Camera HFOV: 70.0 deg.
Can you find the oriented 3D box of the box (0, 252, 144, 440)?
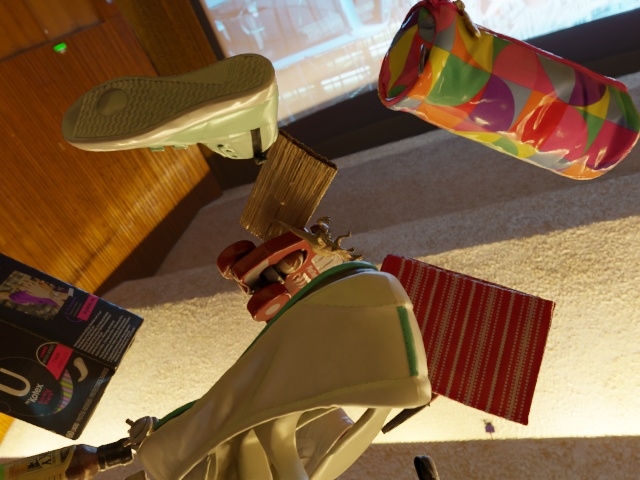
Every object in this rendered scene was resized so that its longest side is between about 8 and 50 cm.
[{"bbox_3d":[-0.449,0.160,0.711,0.165,0.270,0.143,-57,-166,17],"label":"box"}]

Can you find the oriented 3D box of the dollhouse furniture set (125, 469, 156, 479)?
[{"bbox_3d":[-0.345,0.598,0.962,0.212,0.242,0.161,-23,-135,-9],"label":"dollhouse furniture set"}]

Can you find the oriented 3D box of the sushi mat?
[{"bbox_3d":[-0.084,-0.094,1.029,0.019,0.151,0.316,-55,179,-43],"label":"sushi mat"}]

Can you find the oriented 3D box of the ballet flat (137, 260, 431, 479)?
[{"bbox_3d":[-0.057,0.177,0.420,0.400,0.139,0.139,-46,-165,33],"label":"ballet flat"}]

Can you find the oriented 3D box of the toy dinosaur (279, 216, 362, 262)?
[{"bbox_3d":[0.000,0.000,0.874,0.053,0.183,0.092,-65,-178,-35],"label":"toy dinosaur"}]

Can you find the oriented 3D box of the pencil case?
[{"bbox_3d":[0.168,-0.131,0.410,0.236,0.104,0.104,15,-159,-19],"label":"pencil case"}]

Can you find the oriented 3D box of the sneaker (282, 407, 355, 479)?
[{"bbox_3d":[-0.033,0.476,1.058,0.152,0.114,0.305,48,-66,34],"label":"sneaker"}]

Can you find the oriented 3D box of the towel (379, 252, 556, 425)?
[{"bbox_3d":[0.205,0.143,0.719,0.275,0.031,0.199,17,-105,18],"label":"towel"}]

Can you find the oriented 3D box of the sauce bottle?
[{"bbox_3d":[-0.664,0.584,1.161,0.344,0.111,0.111,-6,-163,-31],"label":"sauce bottle"}]

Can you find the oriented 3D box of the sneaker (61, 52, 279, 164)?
[{"bbox_3d":[-0.172,-0.134,0.580,0.256,0.151,0.094,-14,-112,-4],"label":"sneaker"}]

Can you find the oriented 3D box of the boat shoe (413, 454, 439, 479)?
[{"bbox_3d":[0.245,0.550,1.018,0.049,0.040,0.142,-53,-146,26],"label":"boat shoe"}]

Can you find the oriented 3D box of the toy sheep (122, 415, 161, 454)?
[{"bbox_3d":[-0.382,0.433,1.012,0.091,0.132,0.091,-29,-146,21],"label":"toy sheep"}]

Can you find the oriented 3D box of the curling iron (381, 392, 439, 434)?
[{"bbox_3d":[0.260,0.381,1.091,0.274,0.068,0.035,-31,-134,-15],"label":"curling iron"}]

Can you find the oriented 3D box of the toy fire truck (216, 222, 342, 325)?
[{"bbox_3d":[-0.075,0.064,1.072,0.254,0.302,0.169,-38,-115,-5],"label":"toy fire truck"}]
